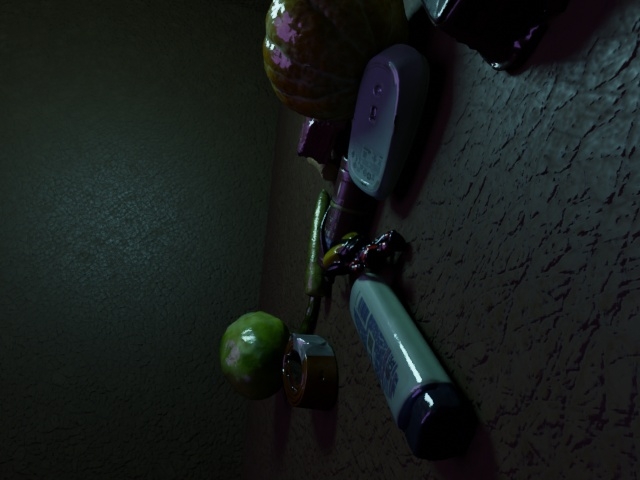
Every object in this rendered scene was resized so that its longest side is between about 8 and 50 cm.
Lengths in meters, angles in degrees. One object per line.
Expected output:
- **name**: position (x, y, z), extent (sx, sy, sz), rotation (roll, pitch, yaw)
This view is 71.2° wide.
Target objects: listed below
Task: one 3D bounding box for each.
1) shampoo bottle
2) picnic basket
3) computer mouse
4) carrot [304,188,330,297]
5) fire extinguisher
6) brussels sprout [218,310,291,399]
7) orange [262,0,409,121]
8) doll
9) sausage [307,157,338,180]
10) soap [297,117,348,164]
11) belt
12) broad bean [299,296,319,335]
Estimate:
- **shampoo bottle**: position (0.123, 0.190, 0.725), extent (0.359, 0.078, 0.134), rotation (-114, 29, -65)
- **picnic basket**: position (0.210, -0.384, 0.595), extent (0.222, 0.129, 0.296), rotation (112, 162, -49)
- **computer mouse**: position (0.136, -0.225, 0.868), extent (0.159, 0.097, 0.288), rotation (47, 138, 48)
- **carrot**: position (0.000, 0.000, 1.358), extent (0.074, 0.074, 0.358), rotation (127, 151, -63)
- **fire extinguisher**: position (0.055, -0.035, 1.088), extent (0.141, 0.105, 0.341), rotation (-72, -3, -67)
- **brussels sprout**: position (-0.243, 0.422, 1.674), extent (0.344, 0.269, 0.343), rotation (-177, 90, -82)
- **orange**: position (0.039, -0.409, 0.942), extent (0.249, 0.329, 0.329), rotation (46, 138, 24)
- **doll**: position (0.077, 0.025, 0.926), extent (0.249, 0.127, 0.088), rotation (168, 91, -71)
- **sausage**: position (0.004, -0.261, 1.508), extent (0.301, 0.066, 0.065), rotation (-122, 42, -66)
- **soap**: position (0.004, -0.375, 1.409), extent (0.182, 0.112, 0.289), rotation (-60, 17, 27)
- **belt**: position (-0.035, 0.350, 1.215), extent (0.261, 0.105, 0.183), rotation (-134, 55, -74)
- **broad bean**: position (-0.031, 0.217, 1.418), extent (0.069, 0.039, 0.226), rotation (-140, 59, -67)
